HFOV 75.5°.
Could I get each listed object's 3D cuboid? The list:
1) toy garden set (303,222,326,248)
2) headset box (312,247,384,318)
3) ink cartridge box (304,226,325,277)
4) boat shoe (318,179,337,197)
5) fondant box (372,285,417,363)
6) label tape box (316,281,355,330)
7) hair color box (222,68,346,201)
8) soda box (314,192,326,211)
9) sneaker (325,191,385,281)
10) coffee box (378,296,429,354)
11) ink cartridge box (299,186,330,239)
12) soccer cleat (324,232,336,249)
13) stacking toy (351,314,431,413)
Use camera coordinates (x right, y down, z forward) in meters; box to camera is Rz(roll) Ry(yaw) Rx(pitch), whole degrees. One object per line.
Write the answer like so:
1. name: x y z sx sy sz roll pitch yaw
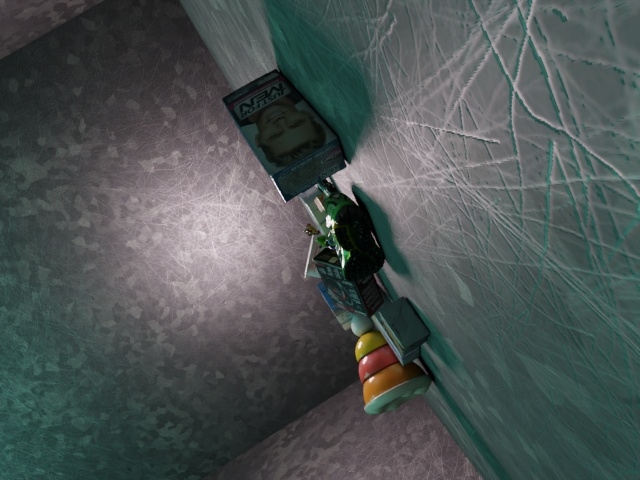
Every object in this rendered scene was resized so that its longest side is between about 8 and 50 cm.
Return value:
1. toy garden set: 0.000 0.000 1.882 0.204 0.049 0.244 35 -172 6
2. headset box: 0.120 0.178 1.703 0.218 0.110 0.293 12 134 48
3. ink cartridge box: -0.001 0.068 2.151 0.353 0.119 0.207 -85 7 -77
4. boat shoe: 0.028 -0.170 1.362 0.046 0.038 0.125 -28 -88 -51
5. fondant box: 0.308 0.375 1.838 0.330 0.096 0.238 56 176 28
6. label tape box: 0.156 0.296 2.146 0.106 0.241 0.333 56 177 47
7. hair color box: -0.098 -0.272 1.028 0.347 0.174 0.105 56 175 35
8. soda box: 0.020 -0.146 1.526 0.058 0.061 0.181 58 177 -4
9. sneaker: 0.099 -0.006 1.223 0.343 0.134 0.146 74 174 -46
10. coffee box: 0.277 0.293 1.387 0.141 0.098 0.246 57 177 22
11. ink cartridge box: 0.007 -0.116 1.805 0.212 0.093 0.154 57 178 -26
12. soccer cleat: 0.063 -0.012 1.619 0.093 0.121 0.289 58 178 2
13. stacking toy: 0.289 0.571 2.043 0.479 0.351 0.350 63 180 31
